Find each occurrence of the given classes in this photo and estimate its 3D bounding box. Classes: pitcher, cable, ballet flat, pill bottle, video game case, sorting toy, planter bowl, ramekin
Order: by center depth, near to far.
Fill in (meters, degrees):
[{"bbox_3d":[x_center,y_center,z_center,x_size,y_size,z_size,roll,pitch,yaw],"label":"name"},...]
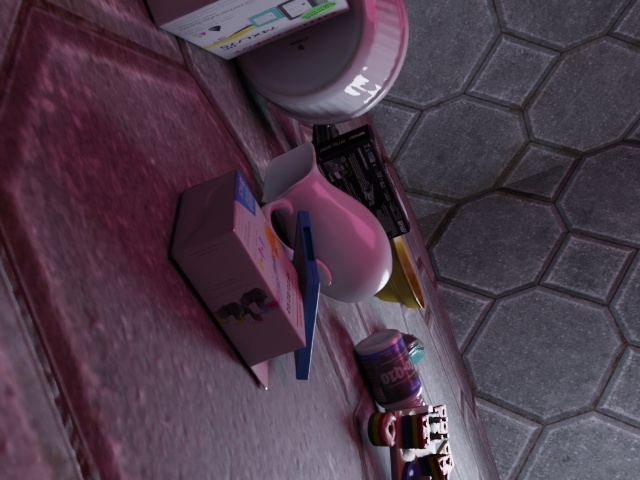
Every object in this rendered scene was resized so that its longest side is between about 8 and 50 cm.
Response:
[{"bbox_3d":[-0.020,0.055,0.809,0.166,0.015,0.119,-100,-166,-62],"label":"video game case"},{"bbox_3d":[0.000,0.000,0.966,0.207,0.125,0.178,52,38,-24],"label":"pitcher"},{"bbox_3d":[0.156,0.313,1.083,0.274,0.046,0.132,14,71,-57],"label":"sorting toy"},{"bbox_3d":[-0.012,-0.313,1.105,0.127,0.273,0.273,-14,82,-67],"label":"ramekin"},{"bbox_3d":[0.114,0.217,1.165,0.078,0.078,0.137,-57,125,-77],"label":"pill bottle"},{"bbox_3d":[-0.010,-0.190,1.274,0.287,0.072,0.139,71,19,-45],"label":"cable"},{"bbox_3d":[0.163,0.215,1.480,0.068,0.072,0.213,43,2,18],"label":"ballet flat"},{"bbox_3d":[0.141,0.060,1.555,0.217,0.090,0.217,-22,90,-79],"label":"planter bowl"}]

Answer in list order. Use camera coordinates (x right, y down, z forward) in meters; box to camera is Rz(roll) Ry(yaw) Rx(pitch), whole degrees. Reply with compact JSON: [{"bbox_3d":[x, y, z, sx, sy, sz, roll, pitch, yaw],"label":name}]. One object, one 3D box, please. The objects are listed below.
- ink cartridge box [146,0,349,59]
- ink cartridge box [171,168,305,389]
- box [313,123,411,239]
[{"bbox_3d":[-0.098,-0.363,0.897,0.270,0.198,0.197,-33,104,-79],"label":"ink cartridge box"},{"bbox_3d":[-0.063,0.039,0.682,0.104,0.061,0.181,-96,162,-55],"label":"ink cartridge box"},{"bbox_3d":[0.049,-0.077,1.217,0.077,0.147,0.180,-90,156,-62],"label":"box"}]
